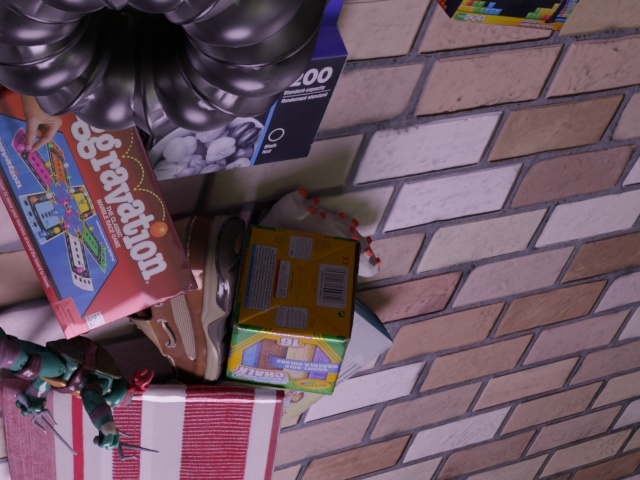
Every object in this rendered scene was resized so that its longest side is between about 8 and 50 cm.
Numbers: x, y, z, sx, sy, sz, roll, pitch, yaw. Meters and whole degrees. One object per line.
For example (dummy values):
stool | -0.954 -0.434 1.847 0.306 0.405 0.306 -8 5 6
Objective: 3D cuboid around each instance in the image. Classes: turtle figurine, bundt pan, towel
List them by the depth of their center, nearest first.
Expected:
bundt pan | -0.148 -0.191 1.216 0.330 0.124 0.331 4 152 2
turtle figurine | -0.283 0.157 1.654 0.234 0.175 0.118 31 71 -33
towel | -0.216 0.240 1.833 0.329 0.037 0.237 2 141 -6

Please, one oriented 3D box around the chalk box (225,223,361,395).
chalk box | -0.037 0.092 1.754 0.132 0.132 0.213 8 152 -4

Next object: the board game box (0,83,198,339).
board game box | -0.228 -0.042 1.463 0.145 0.027 0.281 -22 124 -6

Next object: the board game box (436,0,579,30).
board game box | 0.222 -0.294 1.601 0.170 0.048 0.141 -2 138 -39

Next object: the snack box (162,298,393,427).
snack box | -0.078 0.180 1.964 0.322 0.060 0.187 -38 146 8

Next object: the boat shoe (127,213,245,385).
boat shoe | -0.157 0.062 1.712 0.119 0.123 0.324 9 148 -3

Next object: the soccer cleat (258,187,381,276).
soccer cleat | 0.000 0.000 1.794 0.076 0.068 0.196 -36 141 17

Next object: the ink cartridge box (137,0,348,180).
ink cartridge box | -0.078 -0.157 1.534 0.206 0.045 0.208 -10 140 -30
